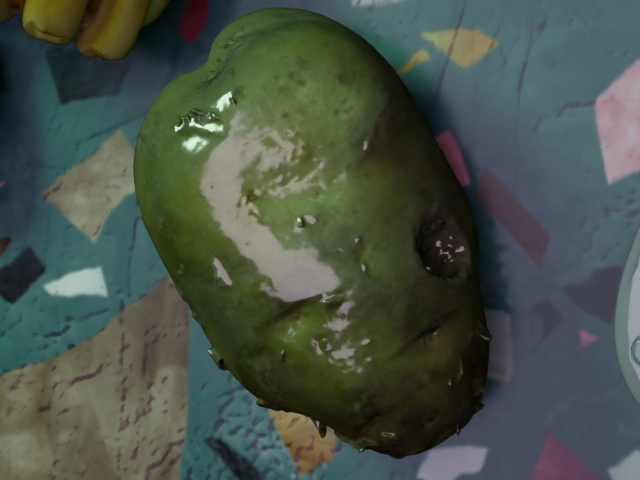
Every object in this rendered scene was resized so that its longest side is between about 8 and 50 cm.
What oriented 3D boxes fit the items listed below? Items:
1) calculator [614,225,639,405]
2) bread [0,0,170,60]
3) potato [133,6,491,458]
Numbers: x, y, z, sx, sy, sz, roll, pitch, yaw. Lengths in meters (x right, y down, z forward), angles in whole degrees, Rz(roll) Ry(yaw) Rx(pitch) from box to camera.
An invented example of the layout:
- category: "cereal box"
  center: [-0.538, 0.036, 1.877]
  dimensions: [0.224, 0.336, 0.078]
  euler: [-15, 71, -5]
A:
- category: "calculator"
  center: [0.300, -0.002, 1.002]
  dimensions: [0.185, 0.041, 0.299]
  euler: [31, 102, 10]
- category: "bread"
  center: [-0.230, -0.238, 1.057]
  dimensions: [0.311, 0.121, 0.173]
  euler: [20, 76, 6]
- category: "potato"
  center: [0.000, 0.000, 1.027]
  dimensions: [0.191, 0.141, 0.296]
  euler: [-28, 85, -3]
